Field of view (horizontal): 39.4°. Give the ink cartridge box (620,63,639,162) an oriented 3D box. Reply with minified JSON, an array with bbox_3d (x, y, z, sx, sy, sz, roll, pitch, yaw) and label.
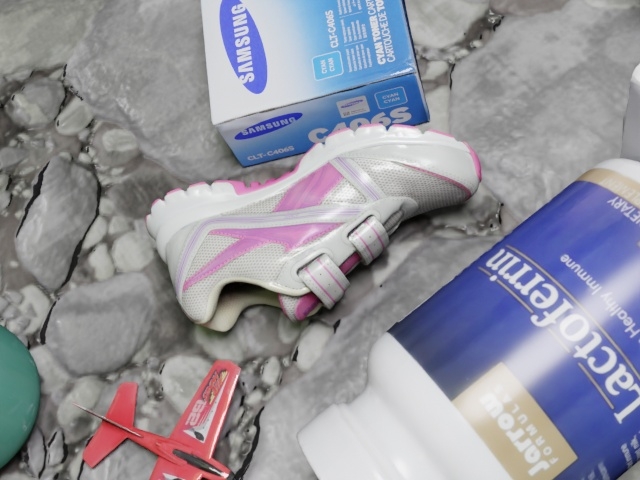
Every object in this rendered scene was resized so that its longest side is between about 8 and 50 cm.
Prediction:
[{"bbox_3d":[0.338,-0.025,0.507,0.198,0.197,0.270,-39,62,-4],"label":"ink cartridge box"}]

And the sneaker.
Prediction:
[{"bbox_3d":[0.000,0.000,0.652,0.252,0.103,0.111,-19,67,13],"label":"sneaker"}]

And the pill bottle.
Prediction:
[{"bbox_3d":[0.125,0.085,0.542,0.265,0.153,0.153,-39,62,-4],"label":"pill bottle"}]

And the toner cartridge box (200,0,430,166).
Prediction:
[{"bbox_3d":[-0.019,-0.245,0.775,0.165,0.075,0.347,-14,63,10],"label":"toner cartridge box"}]

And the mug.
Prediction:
[{"bbox_3d":[-0.290,0.119,0.670,0.158,0.097,0.129,-6,65,13],"label":"mug"}]

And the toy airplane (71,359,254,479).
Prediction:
[{"bbox_3d":[-0.118,0.150,0.647,0.151,0.028,0.151,-6,63,12],"label":"toy airplane"}]
